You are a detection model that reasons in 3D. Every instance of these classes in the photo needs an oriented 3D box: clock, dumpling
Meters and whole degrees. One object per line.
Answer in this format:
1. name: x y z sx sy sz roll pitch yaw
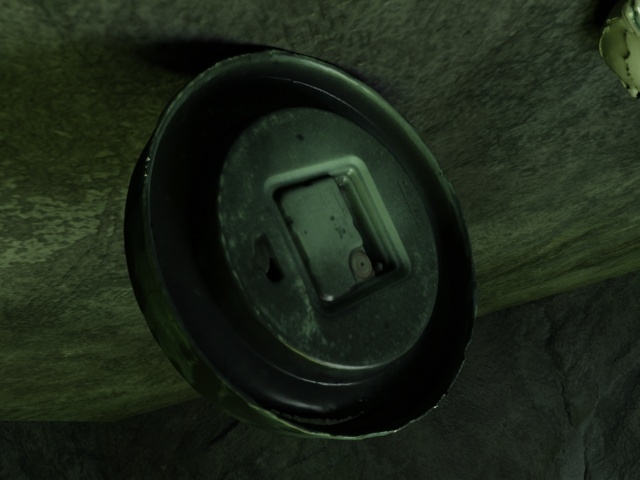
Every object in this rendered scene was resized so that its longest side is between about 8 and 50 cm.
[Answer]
1. clock: 0.000 0.000 0.573 0.386 0.386 0.076 1 160 -38
2. dumpling: 0.375 -0.235 0.627 0.127 0.108 0.188 -42 143 0
